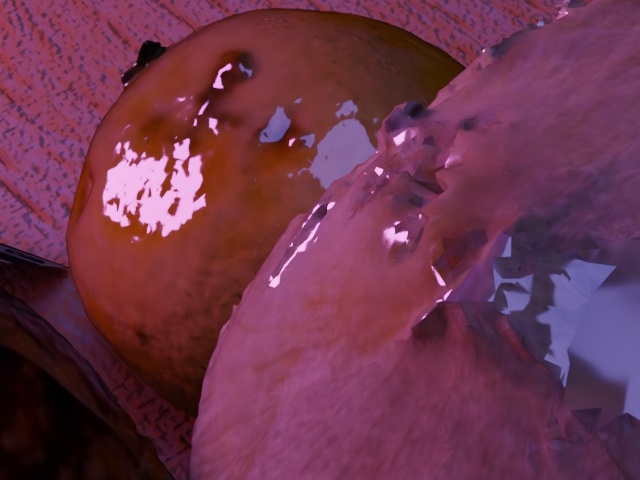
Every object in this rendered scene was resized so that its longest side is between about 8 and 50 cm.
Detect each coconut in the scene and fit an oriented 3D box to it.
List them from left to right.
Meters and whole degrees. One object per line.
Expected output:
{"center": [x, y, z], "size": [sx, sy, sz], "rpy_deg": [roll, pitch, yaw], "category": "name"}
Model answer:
{"center": [0.133, 0.090, 0.584], "size": [0.346, 0.360, 0.346], "rpy_deg": [-12, 54, 17], "category": "coconut"}

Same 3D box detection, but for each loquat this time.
{"center": [0.000, 0.000, 0.848], "size": [0.244, 0.244, 0.244], "rpy_deg": [5, 47, -6], "category": "loquat"}

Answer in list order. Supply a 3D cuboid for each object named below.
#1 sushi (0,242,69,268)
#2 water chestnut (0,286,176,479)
{"center": [-0.279, -0.053, 0.883], "size": [0.279, 0.192, 0.043], "rpy_deg": [19, 91, 10], "category": "sushi"}
{"center": [-0.202, 0.167, 0.626], "size": [0.350, 0.302, 0.350], "rpy_deg": [25, 51, -35], "category": "water chestnut"}
